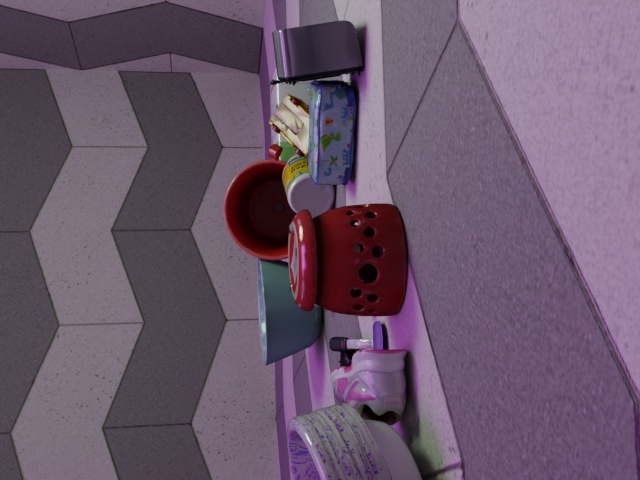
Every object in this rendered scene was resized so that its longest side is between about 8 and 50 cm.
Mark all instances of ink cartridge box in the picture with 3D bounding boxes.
[{"bbox_3d":[-0.081,-0.346,2.094,0.198,0.115,0.272,167,102,-80],"label":"ink cartridge box"}]

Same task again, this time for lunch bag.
[{"bbox_3d":[0.019,-0.236,1.545,0.176,0.090,0.219,-124,34,-72],"label":"lunch bag"}]

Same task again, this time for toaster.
[{"bbox_3d":[-0.017,-0.380,1.456,0.168,0.186,0.110,-122,23,-75],"label":"toaster"}]

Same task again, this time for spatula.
[{"bbox_3d":[0.068,0.199,1.382,0.296,0.030,0.084,160,109,-68],"label":"spatula"}]

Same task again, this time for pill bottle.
[{"bbox_3d":[-0.035,-0.148,1.814,0.208,0.118,0.117,-108,19,-64],"label":"pill bottle"}]

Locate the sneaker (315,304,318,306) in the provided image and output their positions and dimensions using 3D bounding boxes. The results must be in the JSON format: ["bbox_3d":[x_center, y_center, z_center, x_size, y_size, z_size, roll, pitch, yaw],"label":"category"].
[{"bbox_3d":[-0.006,0.059,1.812,0.094,0.080,0.212,-9,-83,-87],"label":"sneaker"}]

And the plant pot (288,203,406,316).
[{"bbox_3d":[0.039,0.035,1.190,0.191,0.174,0.191,177,90,-80],"label":"plant pot"}]

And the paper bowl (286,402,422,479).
[{"bbox_3d":[0.060,0.379,1.047,0.284,0.148,0.284,167,90,-75],"label":"paper bowl"}]

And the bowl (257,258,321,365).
[{"bbox_3d":[-0.089,0.192,2.021,0.311,0.163,0.311,178,90,-82],"label":"bowl"}]

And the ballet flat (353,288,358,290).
[{"bbox_3d":[0.066,0.072,1.402,0.173,0.049,0.057,-105,18,-58],"label":"ballet flat"}]

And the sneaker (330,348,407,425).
[{"bbox_3d":[0.077,0.259,1.181,0.252,0.103,0.111,108,161,-66],"label":"sneaker"}]

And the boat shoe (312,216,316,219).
[{"bbox_3d":[0.000,0.000,1.589,0.341,0.122,0.110,117,172,-72],"label":"boat shoe"}]

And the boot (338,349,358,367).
[{"bbox_3d":[0.061,0.280,1.488,0.121,0.045,0.099,-108,25,-57],"label":"boot"}]

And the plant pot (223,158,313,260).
[{"bbox_3d":[-0.129,-0.089,2.051,0.243,0.275,0.274,-79,-11,-87],"label":"plant pot"}]

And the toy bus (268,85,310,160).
[{"bbox_3d":[-0.032,-0.279,1.816,0.104,0.191,0.202,7,-99,-55],"label":"toy bus"}]
